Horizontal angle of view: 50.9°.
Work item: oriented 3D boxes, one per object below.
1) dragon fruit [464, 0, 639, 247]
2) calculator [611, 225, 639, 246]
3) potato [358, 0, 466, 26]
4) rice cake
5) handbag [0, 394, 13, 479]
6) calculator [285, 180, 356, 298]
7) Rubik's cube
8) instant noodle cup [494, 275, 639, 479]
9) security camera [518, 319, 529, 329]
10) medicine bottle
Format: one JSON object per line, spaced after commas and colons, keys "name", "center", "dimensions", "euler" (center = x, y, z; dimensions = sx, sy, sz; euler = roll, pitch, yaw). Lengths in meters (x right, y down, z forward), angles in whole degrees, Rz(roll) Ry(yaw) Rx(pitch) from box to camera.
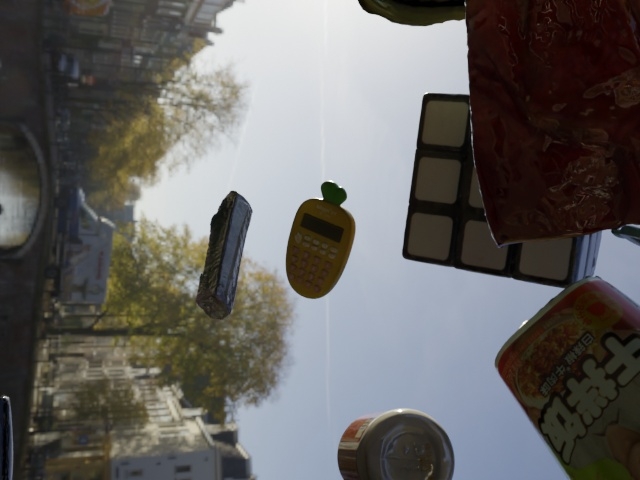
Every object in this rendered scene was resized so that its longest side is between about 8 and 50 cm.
{"name": "dragon fruit", "center": [0.276, -0.169, 0.478], "dimensions": [0.240, 0.330, 0.302], "euler": [-45, 128, -65]}
{"name": "calculator", "center": [0.554, 0.003, 1.115], "dimensions": [0.153, 0.095, 0.021], "euler": [29, -84, 53]}
{"name": "potato", "center": [0.140, -0.418, 0.767], "dimensions": [0.280, 0.330, 0.213], "euler": [78, 25, -55]}
{"name": "rice cake", "center": [-0.115, 0.011, 0.834], "dimensions": [0.206, 0.036, 0.047], "euler": [-87, 156, -47]}
{"name": "handbag", "center": [-0.440, 0.291, 0.704], "dimensions": [0.342, 0.152, 0.288], "euler": [-3, -105, 32]}
{"name": "calculator", "center": [0.000, 0.000, 1.318], "dimensions": [0.146, 0.032, 0.235], "euler": [24, -80, 34]}
{"name": "Rubik's cube", "center": [0.353, -0.091, 1.220], "dimensions": [0.301, 0.305, 0.303], "euler": [10, -82, 27]}
{"name": "instant noodle cup", "center": [0.403, 0.225, 0.855], "dimensions": [0.308, 0.294, 0.294], "euler": [56, -38, 43]}
{"name": "security camera", "center": [0.551, 0.218, 1.434], "dimensions": [0.236, 0.194, 0.194], "euler": [-42, -134, 39]}
{"name": "medicine bottle", "center": [0.097, 0.311, 0.964], "dimensions": [0.250, 0.131, 0.131], "euler": [114, -27, -72]}
